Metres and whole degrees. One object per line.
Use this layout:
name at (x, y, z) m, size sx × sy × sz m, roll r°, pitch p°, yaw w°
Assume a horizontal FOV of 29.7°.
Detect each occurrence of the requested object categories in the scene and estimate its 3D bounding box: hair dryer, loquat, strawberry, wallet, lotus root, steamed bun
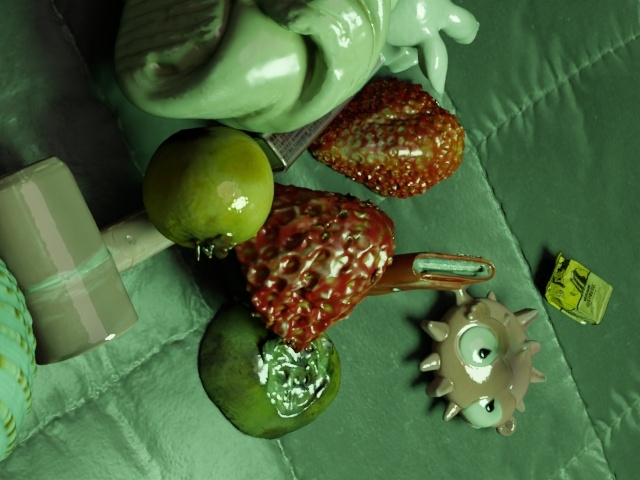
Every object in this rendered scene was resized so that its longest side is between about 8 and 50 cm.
hair dryer at (-0.231, -0.024, 1.421) m, size 0.352 × 0.125 × 0.210 m, roll -32°, pitch 103°, yaw -42°
loquat at (-0.126, -0.058, 1.356) m, size 0.137 × 0.163 × 0.163 m, roll 66°, pitch 44°, yaw -63°
strawberry at (0.000, 0.000, 1.471) m, size 0.234 × 0.178 × 0.234 m, roll 48°, pitch 30°, yaw -39°
wallet at (0.109, 0.046, 1.579) m, size 0.142 × 0.204 × 0.045 m, roll 6°, pitch 81°, yaw -36°
lotus root at (-0.048, 0.159, 1.541) m, size 0.203 × 0.078 × 0.183 m, roll 50°, pitch 61°, yaw -19°
steamed bun at (-0.057, -0.293, 1.426) m, size 0.255 × 0.342 × 0.367 m, roll 34°, pitch 46°, yaw -57°
strawberry at (0.114, -0.139, 1.656) m, size 0.236 × 0.107 × 0.175 m, roll -34°, pitch 105°, yaw -31°

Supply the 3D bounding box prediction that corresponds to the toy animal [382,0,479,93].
toy animal at (0.101, -0.292, 1.615) m, size 0.127 × 0.193 × 0.178 m, roll -52°, pitch 122°, yaw -26°

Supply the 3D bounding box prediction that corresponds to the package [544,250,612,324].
package at (0.389, 0.074, 1.866) m, size 0.131 × 0.047 × 0.071 m, roll 31°, pitch 72°, yaw -28°

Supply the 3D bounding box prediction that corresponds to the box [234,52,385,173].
box at (-0.024, -0.177, 1.558) m, size 0.224 × 0.120 × 0.069 m, roll -49°, pitch 115°, yaw -29°

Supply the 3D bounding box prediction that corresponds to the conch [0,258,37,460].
conch at (-0.429, 0.110, 1.176) m, size 0.303 × 0.215 × 0.319 m, roll 4°, pitch 80°, yaw -14°

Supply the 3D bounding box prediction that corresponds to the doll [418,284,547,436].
doll at (0.228, 0.159, 1.720) m, size 0.211 × 0.093 × 0.262 m, roll -16°, pitch 99°, yaw -28°
